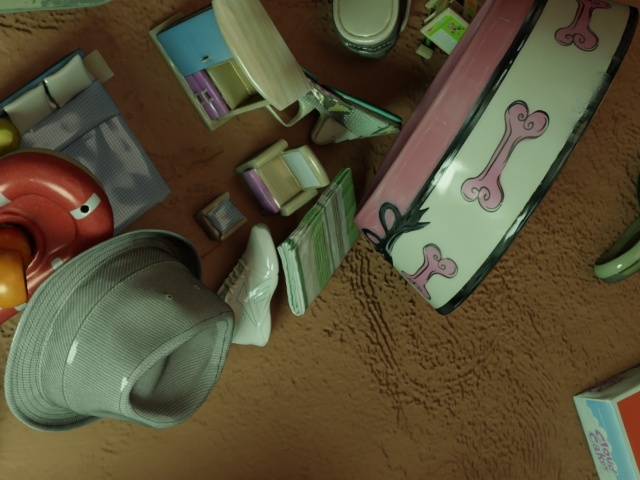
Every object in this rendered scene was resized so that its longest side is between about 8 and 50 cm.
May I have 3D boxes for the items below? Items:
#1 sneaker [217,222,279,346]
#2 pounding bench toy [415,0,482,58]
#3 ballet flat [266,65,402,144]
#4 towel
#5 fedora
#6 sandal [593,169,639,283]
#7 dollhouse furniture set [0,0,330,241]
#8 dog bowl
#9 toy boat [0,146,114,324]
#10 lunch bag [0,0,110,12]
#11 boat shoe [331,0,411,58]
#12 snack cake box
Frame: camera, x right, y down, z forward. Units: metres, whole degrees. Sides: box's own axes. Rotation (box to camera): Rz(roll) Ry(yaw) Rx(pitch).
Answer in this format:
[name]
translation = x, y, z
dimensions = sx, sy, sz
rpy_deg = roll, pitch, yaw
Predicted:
[sneaker]
translation = -0.084, 0.053, 1.756
dimensions = 0.061, 0.054, 0.152
rpy_deg = 1, 112, -17
[pounding bench toy]
translation = 0.152, -0.270, 1.913
dimensions = 0.052, 0.083, 0.065
rpy_deg = 35, 42, -23
[ballet flat]
translation = -0.011, -0.163, 1.820
dimensions = 0.221, 0.077, 0.079
rpy_deg = 28, 94, -17
[towel]
translation = 0.000, 0.000, 1.790
dimensions = 0.152, 0.023, 0.113
rpy_deg = -54, 150, -39
[fedora]
translation = -0.186, 0.115, 1.614
dimensions = 0.275, 0.124, 0.244
rpy_deg = -9, 124, -58
[sandal]
translation = 0.452, -0.070, 2.017
dimensions = 0.086, 0.120, 0.303
rpy_deg = 45, 70, -3
[dollhouse furniture set]
translation = -0.172, -0.089, 1.660
dimensions = 0.303, 0.198, 0.286
rpy_deg = -38, 103, -22
[dog bowl]
translation = 0.184, -0.125, 1.743
dimensions = 0.150, 0.408, 0.408
rpy_deg = 31, 73, -1
[toy boat]
translation = -0.317, 0.014, 1.565
dimensions = 0.231, 0.151, 0.151
rpy_deg = -34, 121, 7
[lunch bag]
translation = -0.351, -0.391, 1.584
dimensions = 0.305, 0.212, 0.256
rpy_deg = -9, 59, -27
[boat shoe]
translation = 0.067, -0.382, 1.864
dimensions = 0.112, 0.095, 0.335
rpy_deg = 4, 80, 10
[snack cake box]
translation = 0.447, 0.299, 2.007
dimensions = 0.152, 0.089, 0.264
rpy_deg = -21, 97, -24
